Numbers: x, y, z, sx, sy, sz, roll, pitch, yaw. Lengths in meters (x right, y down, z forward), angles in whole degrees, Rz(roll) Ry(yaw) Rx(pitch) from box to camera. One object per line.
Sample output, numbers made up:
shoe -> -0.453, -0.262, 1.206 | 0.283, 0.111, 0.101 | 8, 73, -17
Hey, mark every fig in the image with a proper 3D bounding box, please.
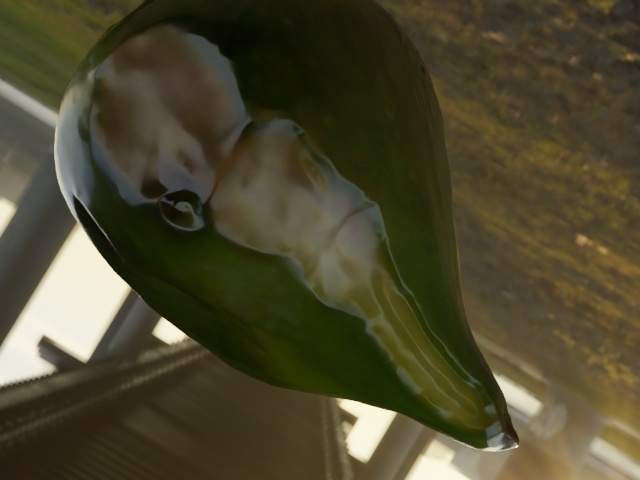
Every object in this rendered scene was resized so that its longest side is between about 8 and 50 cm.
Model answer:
fig -> 0.000, 0.000, 0.627 | 0.275, 0.206, 0.206 | 51, 180, 8
